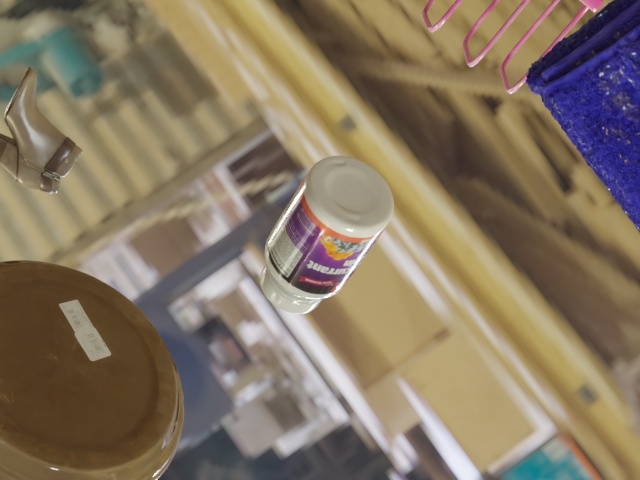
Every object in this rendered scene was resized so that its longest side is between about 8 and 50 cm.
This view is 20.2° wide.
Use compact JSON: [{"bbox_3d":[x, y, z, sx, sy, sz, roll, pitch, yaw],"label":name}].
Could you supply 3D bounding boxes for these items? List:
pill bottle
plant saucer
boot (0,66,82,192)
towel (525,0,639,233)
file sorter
[{"bbox_3d":[0.000,0.000,2.072,0.108,0.108,0.193,53,140,17],"label":"pill bottle"},{"bbox_3d":[-0.251,0.126,1.717,0.278,0.278,0.041,53,134,16],"label":"plant saucer"},{"bbox_3d":[-0.281,-0.107,1.818,0.087,0.118,0.042,27,-154,-6],"label":"boot"},{"bbox_3d":[0.305,-0.115,1.149,0.228,0.308,0.076,55,-160,11],"label":"towel"},{"bbox_3d":[0.198,-0.358,2.394,0.290,0.182,0.202,38,-165,-10],"label":"file sorter"}]
